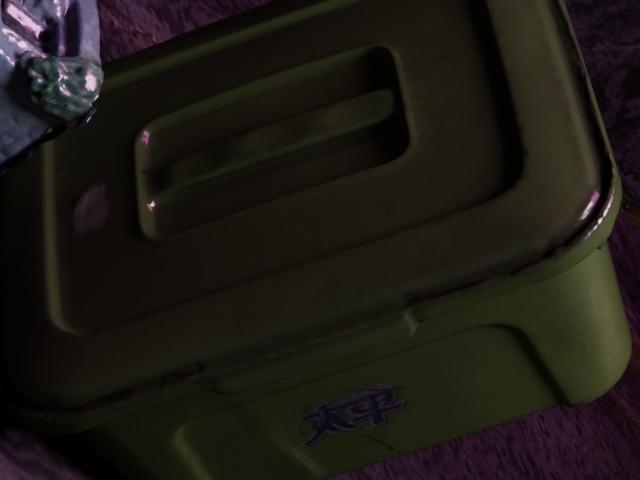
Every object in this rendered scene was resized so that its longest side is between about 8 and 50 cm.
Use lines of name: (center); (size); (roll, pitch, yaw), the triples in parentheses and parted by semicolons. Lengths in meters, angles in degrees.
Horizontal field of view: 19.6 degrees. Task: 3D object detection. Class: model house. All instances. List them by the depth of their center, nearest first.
model house: (-0.202, -0.122, 0.936); (0.149, 0.119, 0.148); (37, 30, -39)

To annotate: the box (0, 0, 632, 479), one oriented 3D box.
box: (0.000, 0.000, 1.006); (0.178, 0.329, 0.252); (62, 14, -47)
